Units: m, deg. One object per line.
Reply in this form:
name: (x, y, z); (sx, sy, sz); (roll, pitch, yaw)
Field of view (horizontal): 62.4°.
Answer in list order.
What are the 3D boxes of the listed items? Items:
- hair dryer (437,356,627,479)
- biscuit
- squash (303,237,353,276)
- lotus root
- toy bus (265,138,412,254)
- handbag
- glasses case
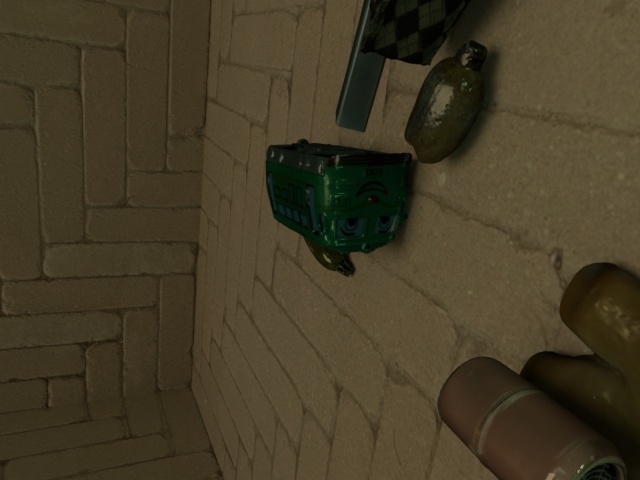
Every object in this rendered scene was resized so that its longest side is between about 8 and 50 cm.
hair dryer: (0.259, 0.316, 0.617); (0.189, 0.107, 0.344); (36, 149, 62)
biscuit: (0.336, 0.187, 0.547); (0.290, 0.062, 0.236); (55, 139, 48)
squash: (0.000, 0.000, 1.236); (0.252, 0.066, 0.066); (-120, 37, -46)
lotus root: (0.191, -0.208, 0.801); (0.113, 0.088, 0.192); (-107, 29, -43)
toy bus: (0.021, -0.095, 1.052); (0.343, 0.184, 0.199); (-152, 60, -62)
handbag: (0.142, -0.507, 0.800); (0.316, 0.180, 0.415); (123, 145, -54)
glasses case: (0.079, -0.363, 1.064); (0.105, 0.056, 0.266); (56, 140, 47)
